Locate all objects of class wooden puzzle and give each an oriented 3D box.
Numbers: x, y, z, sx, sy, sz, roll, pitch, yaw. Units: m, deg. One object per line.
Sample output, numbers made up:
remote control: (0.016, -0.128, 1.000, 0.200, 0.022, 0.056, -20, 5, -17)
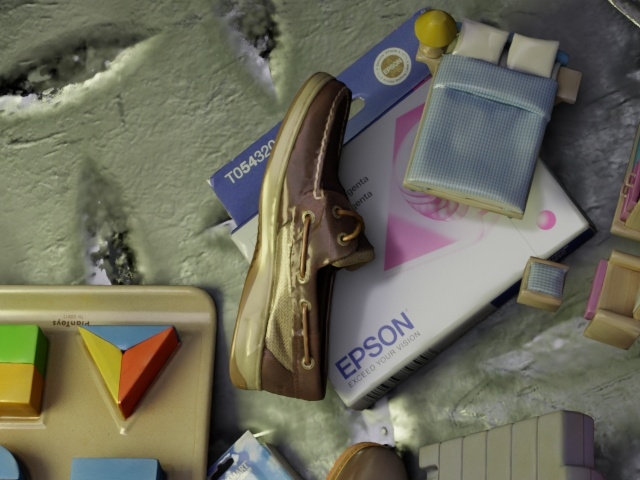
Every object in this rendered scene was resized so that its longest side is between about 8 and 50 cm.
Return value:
wooden puzzle: (-0.283, 0.208, 1.794, 0.322, 0.080, 0.348, 0, 68, 4)

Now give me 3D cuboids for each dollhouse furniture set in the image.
dollhouse furniture set: (0.211, -0.092, 1.622, 0.303, 0.198, 0.286, 17, 68, 4)

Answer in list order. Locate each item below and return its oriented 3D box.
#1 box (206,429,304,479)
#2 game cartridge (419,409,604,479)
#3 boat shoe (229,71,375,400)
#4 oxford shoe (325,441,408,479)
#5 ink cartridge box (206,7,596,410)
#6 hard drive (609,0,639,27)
box: (-0.051, 0.306, 1.791, 0.109, 0.042, 0.178, -45, 71, 5)
game cartridge: (0.182, 0.357, 1.611, 0.230, 0.068, 0.355, -20, 59, 46)
boat shoe: (0.000, 0.000, 1.723, 0.123, 0.123, 0.342, 13, 90, 13)
oxford shoe: (0.055, 0.362, 1.651, 0.132, 0.130, 0.364, -36, 38, 50)
ink cartridge box: (0.072, -0.041, 1.798, 0.324, 0.071, 0.330, -39, 74, 9)
hard drive: (0.434, -0.250, 1.724, 0.254, 0.054, 0.172, 39, 94, 19)
